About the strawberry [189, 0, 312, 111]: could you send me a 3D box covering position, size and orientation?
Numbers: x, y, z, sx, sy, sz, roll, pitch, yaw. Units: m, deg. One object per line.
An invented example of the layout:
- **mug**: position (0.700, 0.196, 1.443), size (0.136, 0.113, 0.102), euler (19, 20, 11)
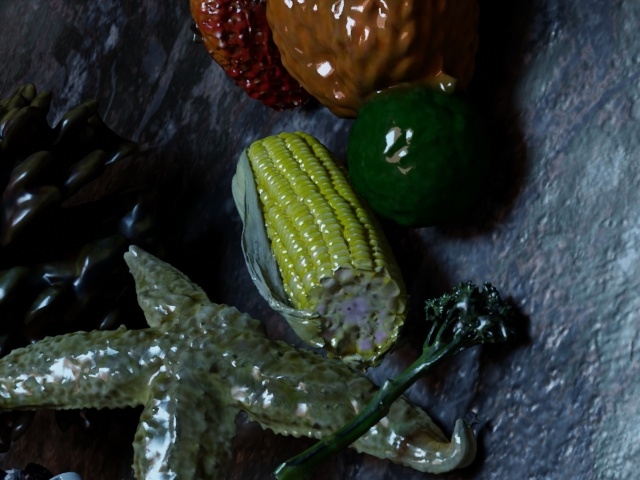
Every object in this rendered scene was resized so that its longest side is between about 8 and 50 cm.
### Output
- **strawberry**: position (-0.050, -0.212, 1.929), size (0.082, 0.188, 0.121), euler (-7, 46, 44)

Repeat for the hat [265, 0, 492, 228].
- **hat**: position (0.061, -0.211, 1.794), size (0.285, 0.285, 0.400), euler (-9, 93, 48)

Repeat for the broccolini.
- **broccolini**: position (0.061, 0.122, 1.648), size (0.254, 0.057, 0.071), euler (-38, 23, -13)

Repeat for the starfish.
- **starfish**: position (-0.115, 0.172, 1.720), size (0.432, 0.082, 0.324), euler (35, 69, 27)

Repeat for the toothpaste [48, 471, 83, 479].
- **toothpaste**: position (-0.179, 0.364, 1.883), size (0.100, 0.066, 0.323), euler (-51, 60, 19)

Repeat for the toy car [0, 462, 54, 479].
- **toy car**: position (-0.352, 0.315, 2.130), size (0.170, 0.080, 0.070), euler (-51, 44, 21)

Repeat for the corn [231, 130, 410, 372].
- **corn**: position (-0.001, 0.004, 1.784), size (0.122, 0.123, 0.305), euler (-33, 33, 5)

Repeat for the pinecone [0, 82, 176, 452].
- **pinecone**: position (-0.336, 0.043, 2.004), size (0.398, 0.398, 0.397), euler (-24, 57, 42)
